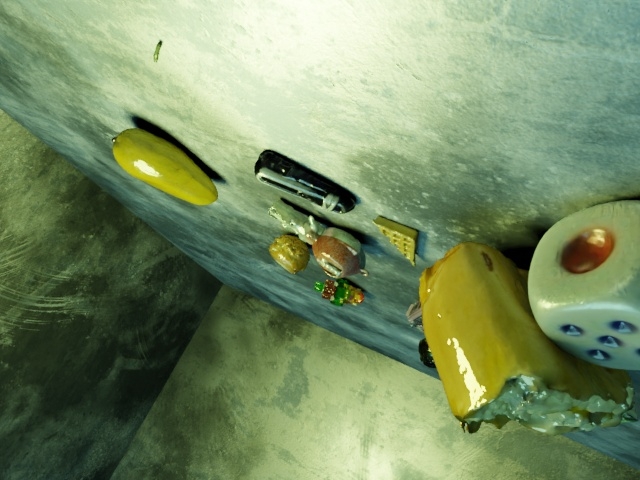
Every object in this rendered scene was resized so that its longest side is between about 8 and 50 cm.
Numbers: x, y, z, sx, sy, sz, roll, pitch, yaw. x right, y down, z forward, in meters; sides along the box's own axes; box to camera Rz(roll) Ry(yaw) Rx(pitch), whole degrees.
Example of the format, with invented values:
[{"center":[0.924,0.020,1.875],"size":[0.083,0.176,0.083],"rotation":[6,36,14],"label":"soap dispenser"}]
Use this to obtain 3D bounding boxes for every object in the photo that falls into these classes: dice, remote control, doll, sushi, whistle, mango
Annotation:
[{"center":[0.446,0.068,0.709],"size":[0.192,0.193,0.194],"rotation":[37,149,-18],"label":"dice"},{"center":[-0.042,-0.128,1.158],"size":[0.266,0.066,0.090],"rotation":[28,167,1],"label":"remote control"},{"center":[0.083,0.209,1.891],"size":[0.186,0.106,0.134],"rotation":[16,173,-19],"label":"doll"},{"center":[0.456,0.371,1.641],"size":[0.225,0.124,0.127],"rotation":[-8,168,-20],"label":"sushi"},{"center":[0.000,0.000,1.388],"size":[0.346,0.134,0.142],"rotation":[35,173,4],"label":"whistle"},{"center":[-0.472,-0.218,1.444],"size":[0.195,0.142,0.331],"rotation":[16,163,49],"label":"mango"}]

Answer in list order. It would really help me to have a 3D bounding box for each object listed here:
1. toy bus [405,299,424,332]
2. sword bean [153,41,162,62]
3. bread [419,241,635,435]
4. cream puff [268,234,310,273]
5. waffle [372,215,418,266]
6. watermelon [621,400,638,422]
[{"center":[0.360,0.244,1.578],"size":[0.108,0.096,0.199],"rotation":[31,162,5],"label":"toy bus"},{"center":[-0.331,-0.381,0.962],"size":[0.012,0.012,0.083],"rotation":[34,164,-20],"label":"sword bean"},{"center":[0.366,0.191,0.941],"size":[0.361,0.394,0.250],"rotation":[17,129,-29],"label":"bread"},{"center":[-0.103,0.043,1.675],"size":[0.150,0.115,0.165],"rotation":[39,170,-13],"label":"cream puff"},{"center":[0.196,0.006,1.239],"size":[0.125,0.032,0.191],"rotation":[21,161,16],"label":"waffle"},{"center":[0.693,0.343,1.267],"size":[0.176,0.256,0.260],"rotation":[-13,166,-20],"label":"watermelon"}]
